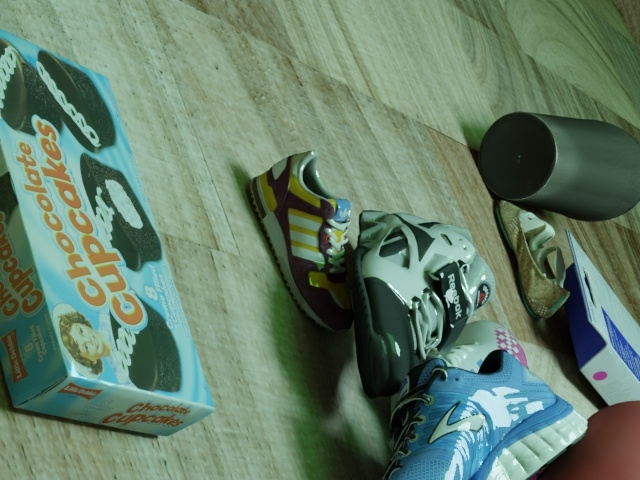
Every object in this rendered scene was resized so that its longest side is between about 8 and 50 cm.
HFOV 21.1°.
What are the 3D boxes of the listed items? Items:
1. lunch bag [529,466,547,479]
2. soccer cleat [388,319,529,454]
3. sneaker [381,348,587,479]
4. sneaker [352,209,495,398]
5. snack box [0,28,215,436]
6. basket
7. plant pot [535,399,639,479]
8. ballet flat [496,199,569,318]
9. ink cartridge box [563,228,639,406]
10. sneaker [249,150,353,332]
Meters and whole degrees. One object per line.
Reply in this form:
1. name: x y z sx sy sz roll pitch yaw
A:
1. lunch bag: 0.348 0.278 1.931 0.279 0.224 0.107 -1 96 -67
2. soccer cleat: 0.140 0.154 1.794 0.143 0.116 0.331 50 23 -19
3. sneaker: 0.099 0.200 1.576 0.147 0.130 0.330 51 44 10
4. sneaker: 0.105 0.051 1.746 0.330 0.146 0.122 -80 169 -64
5. snack box: -0.199 -0.010 1.346 0.187 0.060 0.322 21 43 -57
6. basket: 0.340 -0.113 2.514 0.227 0.204 0.154 6 97 -54
7. plant pot: 0.300 0.303 1.648 0.275 0.275 0.243 53 43 -16
8. ballet flat: 0.300 0.015 2.378 0.073 0.067 0.206 29 35 -44
9. ink cartridge box: 0.416 0.159 2.410 0.371 0.069 0.175 51 23 -40
10. sneaker: 0.000 0.000 1.729 0.185 0.084 0.069 63 22 8
